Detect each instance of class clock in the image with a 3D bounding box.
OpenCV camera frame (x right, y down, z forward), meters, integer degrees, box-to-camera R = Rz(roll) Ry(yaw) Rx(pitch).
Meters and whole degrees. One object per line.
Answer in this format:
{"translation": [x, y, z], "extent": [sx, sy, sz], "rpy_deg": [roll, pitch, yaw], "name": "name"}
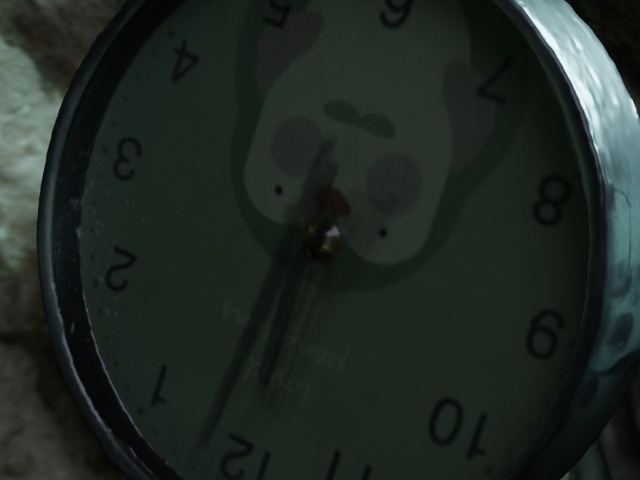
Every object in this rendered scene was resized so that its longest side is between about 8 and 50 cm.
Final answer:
{"translation": [0.001, 0.000, 0.752], "extent": [0.319, 0.319, 0.066], "rpy_deg": [48, 21, 19], "name": "clock"}

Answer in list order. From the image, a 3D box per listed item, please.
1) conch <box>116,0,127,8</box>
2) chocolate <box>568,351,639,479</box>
{"translation": [-0.043, -0.162, 0.985], "extent": [0.173, 0.106, 0.116], "rpy_deg": [-2, 66, 2], "name": "conch"}
{"translation": [0.231, 0.111, 0.762], "extent": [0.213, 0.303, 0.303], "rpy_deg": [-21, 59, 2], "name": "chocolate"}
